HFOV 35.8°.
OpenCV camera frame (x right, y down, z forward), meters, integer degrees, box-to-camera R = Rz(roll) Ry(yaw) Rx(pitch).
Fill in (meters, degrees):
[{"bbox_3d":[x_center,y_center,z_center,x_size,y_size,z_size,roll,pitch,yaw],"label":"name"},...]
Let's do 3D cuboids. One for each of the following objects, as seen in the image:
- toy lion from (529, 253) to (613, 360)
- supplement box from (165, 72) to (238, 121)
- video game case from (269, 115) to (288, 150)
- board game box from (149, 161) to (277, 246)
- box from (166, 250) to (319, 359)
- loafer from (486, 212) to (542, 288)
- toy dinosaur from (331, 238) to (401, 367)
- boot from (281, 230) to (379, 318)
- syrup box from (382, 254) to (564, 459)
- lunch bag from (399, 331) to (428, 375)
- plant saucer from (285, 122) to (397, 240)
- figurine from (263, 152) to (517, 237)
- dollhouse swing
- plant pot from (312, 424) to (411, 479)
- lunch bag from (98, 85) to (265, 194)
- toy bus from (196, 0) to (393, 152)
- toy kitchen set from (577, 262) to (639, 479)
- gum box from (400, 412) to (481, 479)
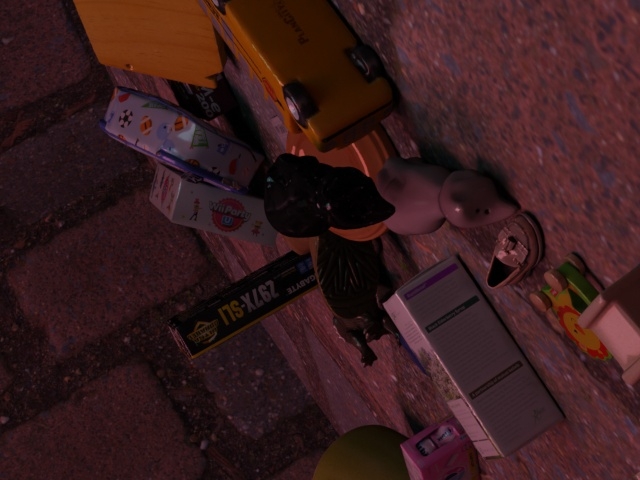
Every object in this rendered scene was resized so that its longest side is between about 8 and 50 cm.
[{"bbox_3d":[0.246,0.069,0.933,0.096,0.034,0.100,48,166,16],"label":"toy lion"},{"bbox_3d":[-0.248,-0.313,1.951,0.130,0.073,0.239,62,168,-19],"label":"supplement box"},{"bbox_3d":[-0.003,-0.116,1.534,0.193,0.023,0.212,61,168,-9],"label":"video game case"},{"bbox_3d":[-0.227,-0.079,2.099,0.303,0.224,0.097,-154,79,-70],"label":"board game box"},{"bbox_3d":[-0.150,0.122,2.017,0.079,0.322,0.257,61,168,-3],"label":"box"},{"bbox_3d":[0.192,0.017,0.994,0.045,0.039,0.125,55,168,23],"label":"loafer"},{"bbox_3d":[0.056,0.095,1.582,0.160,0.121,0.313,40,161,42],"label":"toy dinosaur"},{"bbox_3d":[0.000,0.000,1.499,0.269,0.089,0.236,164,97,-76],"label":"boot"},{"bbox_3d":[0.183,0.144,1.217,0.236,0.096,0.093,58,167,9],"label":"syrup box"},{"bbox_3d":[0.155,0.139,1.392,0.098,0.067,0.065,51,166,32],"label":"lunch bag"},{"bbox_3d":[0.021,-0.088,1.269,0.200,0.037,0.199,29,132,38],"label":"plant saucer"},{"bbox_3d":[0.070,-0.042,1.021,0.209,0.215,0.092,-163,73,-71],"label":"figurine"},{"bbox_3d":[-0.276,-0.494,1.647,0.315,0.304,0.347,14,156,9],"label":"dollhouse swing"},{"bbox_3d":[0.170,0.514,1.900,0.294,0.275,0.274,1,122,59],"label":"plant pot"},{"bbox_3d":[-0.262,-0.189,1.920,0.303,0.115,0.243,30,-176,36],"label":"lunch bag"},{"bbox_3d":[-0.047,-0.245,1.172,0.332,0.108,0.130,55,168,18],"label":"toy bus"},{"bbox_3d":[0.278,0.137,0.837,0.166,0.122,0.207,54,148,24],"label":"toy kitchen set"},{"bbox_3d":[0.207,0.379,1.686,0.062,0.107,0.188,50,165,39],"label":"gum box"}]
